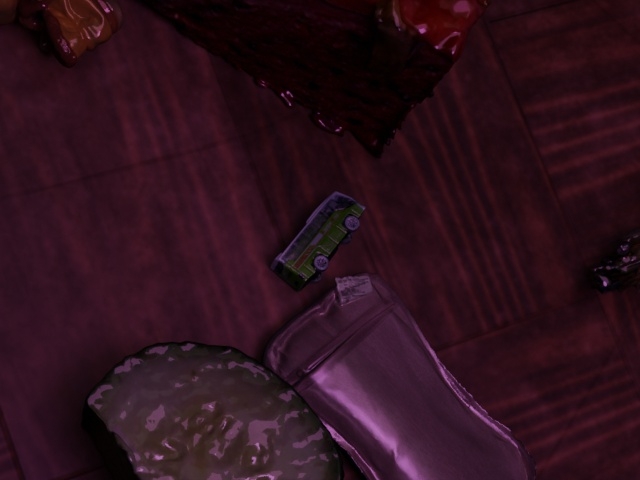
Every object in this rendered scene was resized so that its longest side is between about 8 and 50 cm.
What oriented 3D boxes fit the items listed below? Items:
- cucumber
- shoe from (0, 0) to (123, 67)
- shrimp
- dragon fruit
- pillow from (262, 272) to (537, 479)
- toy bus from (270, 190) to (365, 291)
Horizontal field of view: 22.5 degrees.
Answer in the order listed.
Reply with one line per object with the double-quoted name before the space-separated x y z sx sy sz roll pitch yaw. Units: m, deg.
"cucumber" -0.080 0.169 1.111 0.191 0.130 0.191 7 67 -17
"shoe" -0.206 -0.177 1.198 0.109 0.072 0.069 38 60 -6
"shrimp" 0.321 0.048 1.340 0.217 0.051 0.150 -9 84 -26
"dragon fruit" -0.019 -0.188 1.232 0.330 0.302 0.240 9 102 -2
"pillow" 0.064 0.136 1.220 0.130 0.038 0.232 -41 91 -29
"toy bus" 0.000 0.000 1.243 0.037 0.031 0.083 37 64 4
